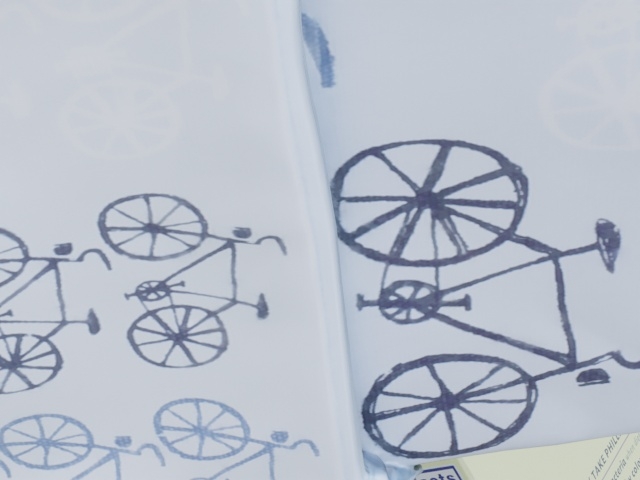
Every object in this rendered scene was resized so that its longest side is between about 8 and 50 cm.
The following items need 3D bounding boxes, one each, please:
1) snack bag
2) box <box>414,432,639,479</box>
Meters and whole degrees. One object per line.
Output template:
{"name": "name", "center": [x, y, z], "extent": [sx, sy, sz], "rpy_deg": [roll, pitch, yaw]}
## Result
{"name": "snack bag", "center": [0.000, 0.000, 0.553], "extent": [0.342, 0.037, 0.323], "rpy_deg": [-8, 143, 0]}
{"name": "box", "center": [0.130, 0.140, 1.020], "extent": [0.243, 0.117, 0.213], "rpy_deg": [57, 45, -18]}
